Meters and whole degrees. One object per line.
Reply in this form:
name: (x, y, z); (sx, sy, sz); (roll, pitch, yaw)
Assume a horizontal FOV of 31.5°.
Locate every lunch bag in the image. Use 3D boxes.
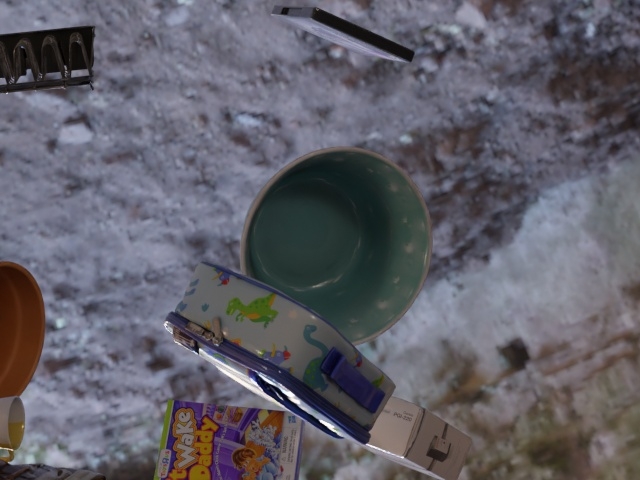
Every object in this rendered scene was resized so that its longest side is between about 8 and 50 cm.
lunch bag: (-0.032, 0.111, 1.088); (0.090, 0.176, 0.219); (-60, 146, -11)

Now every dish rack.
dish rack: (-0.411, -0.244, 1.572); (0.208, 0.074, 0.271); (-9, -164, -9)

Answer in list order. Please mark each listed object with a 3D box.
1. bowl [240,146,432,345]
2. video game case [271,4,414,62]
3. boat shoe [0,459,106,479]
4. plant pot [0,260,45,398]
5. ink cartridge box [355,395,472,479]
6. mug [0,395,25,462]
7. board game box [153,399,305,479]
bowl: (0.000, 0.000, 1.771); (0.311, 0.312, 0.163); (-13, -165, -20)
video game case: (0.034, -0.372, 2.032); (0.196, 0.026, 0.274); (20, -175, -20)
boat shoe: (-0.371, 0.316, 1.311); (0.342, 0.123, 0.123); (-8, 119, -75)
plant pot: (-0.684, 0.171, 2.127); (0.203, 0.291, 0.291); (7, 171, 23)
ink cartridge box: (0.135, 0.322, 1.890); (0.158, 0.092, 0.218); (15, 165, 34)
mug: (-0.384, 0.220, 1.320); (0.064, 0.078, 0.062); (-1, 171, 3)
board game box: (-0.162, 0.449, 1.871); (0.233, 0.347, 0.078); (4, 156, 5)
